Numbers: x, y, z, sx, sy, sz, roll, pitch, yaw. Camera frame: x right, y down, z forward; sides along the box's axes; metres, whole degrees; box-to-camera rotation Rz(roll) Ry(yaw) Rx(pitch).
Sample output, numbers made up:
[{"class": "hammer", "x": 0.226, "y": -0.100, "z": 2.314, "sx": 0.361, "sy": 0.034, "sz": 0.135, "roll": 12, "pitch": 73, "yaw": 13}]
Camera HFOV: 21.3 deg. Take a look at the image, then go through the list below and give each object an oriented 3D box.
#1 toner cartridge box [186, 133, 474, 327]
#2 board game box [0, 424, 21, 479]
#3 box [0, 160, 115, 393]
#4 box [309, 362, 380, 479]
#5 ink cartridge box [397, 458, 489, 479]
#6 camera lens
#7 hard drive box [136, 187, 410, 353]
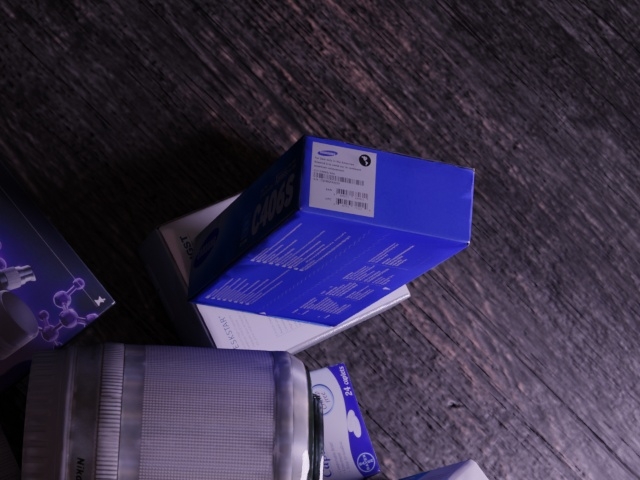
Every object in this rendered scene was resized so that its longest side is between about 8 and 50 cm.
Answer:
[{"class": "toner cartridge box", "x": 0.000, "y": 0.000, "z": 1.616, "sx": 0.165, "sy": 0.348, "sz": 0.075, "roll": 12, "pitch": 71, "yaw": -18}, {"class": "board game box", "x": -0.361, "y": 0.271, "z": 1.599, "sx": 0.243, "sy": 0.042, "sz": 0.165, "roll": -15, "pitch": 79, "yaw": -61}, {"class": "box", "x": -0.364, "y": 0.025, "z": 1.710, "sx": 0.184, "sy": 0.103, "sz": 0.261, "roll": -40, "pitch": 91, "yaw": -27}, {"class": "box", "x": -0.025, "y": 0.211, "z": 1.799, "sx": 0.137, "sy": 0.072, "sz": 0.126, "roll": -15, "pitch": 81, "yaw": -23}, {"class": "ink cartridge box", "x": 0.080, "y": 0.389, "z": 1.720, "sx": 0.270, "sy": 0.198, "sz": 0.197, "roll": -38, "pitch": 91, "yaw": -24}, {"class": "camera lens", "x": -0.140, "y": 0.209, "z": 1.621, "sx": 0.274, "sy": 0.219, "sz": 0.219, "roll": 3, "pitch": 74, "yaw": -6}, {"class": "hard drive box", "x": -0.050, "y": 0.033, "z": 1.829, "sx": 0.232, "sy": 0.089, "sz": 0.181, "roll": -23, "pitch": 84, "yaw": -25}]
